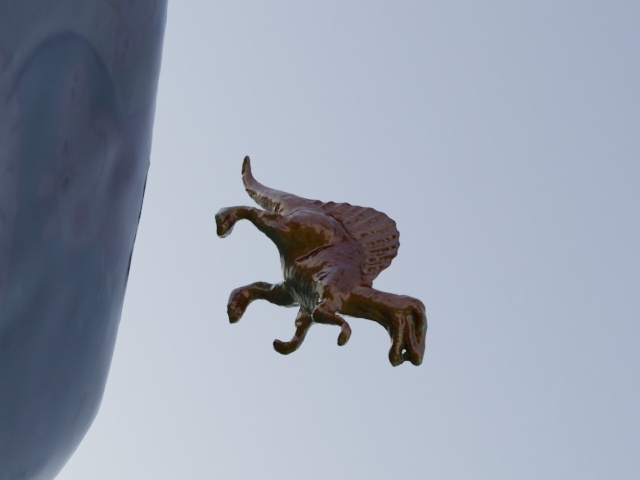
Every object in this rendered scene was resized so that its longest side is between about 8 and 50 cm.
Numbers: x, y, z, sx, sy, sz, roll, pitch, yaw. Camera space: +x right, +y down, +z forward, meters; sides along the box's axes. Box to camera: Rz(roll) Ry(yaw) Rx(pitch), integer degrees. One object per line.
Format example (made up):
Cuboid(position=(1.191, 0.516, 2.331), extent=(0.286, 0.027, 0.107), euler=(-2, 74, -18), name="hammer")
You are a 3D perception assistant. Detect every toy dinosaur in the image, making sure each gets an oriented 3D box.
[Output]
Cuboid(position=(0.000, 0.001, 1.151), extent=(0.142, 0.212, 0.057), euler=(-9, -35, 10), name="toy dinosaur")

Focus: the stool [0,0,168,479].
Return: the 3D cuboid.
Cuboid(position=(-0.192, -0.071, 0.466), extent=(0.226, 0.310, 0.310), euler=(9, 1, 15), name="stool")
